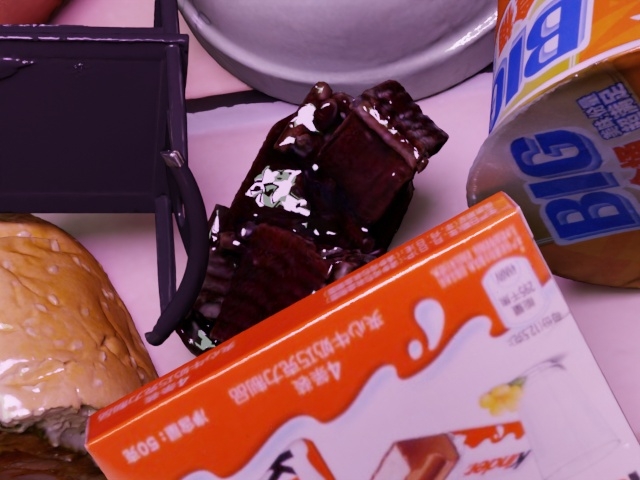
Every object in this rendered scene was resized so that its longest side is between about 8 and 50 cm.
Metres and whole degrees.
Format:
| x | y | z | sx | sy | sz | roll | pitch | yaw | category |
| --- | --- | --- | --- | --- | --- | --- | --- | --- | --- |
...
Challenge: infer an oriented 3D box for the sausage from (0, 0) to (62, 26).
| x | y | z | sx | sy | sz | roll | pitch | yaw | category |
| --- | --- | --- | --- | --- | --- | --- | --- | --- | --- |
| -0.235 | -0.196 | 1.163 | 0.113 | 0.113 | 0.259 | 40 | 85 | 23 | sausage |

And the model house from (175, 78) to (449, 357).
| x | y | z | sx | sy | sz | roll | pitch | yaw | category |
| --- | --- | --- | --- | --- | --- | --- | --- | --- | --- |
| -0.007 | -0.009 | 1.003 | 0.141 | 0.164 | 0.203 | 19 | 86 | 4 | model house |

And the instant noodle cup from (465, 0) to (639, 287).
| x | y | z | sx | sy | sz | roll | pitch | yaw | category |
| --- | --- | --- | --- | --- | --- | --- | --- | --- | --- |
| 0.223 | -0.128 | 0.947 | 0.296 | 0.296 | 0.214 | -8 | 62 | 11 | instant noodle cup |

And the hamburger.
| x | y | z | sx | sy | sz | roll | pitch | yaw | category |
| --- | --- | --- | --- | --- | --- | --- | --- | --- | --- |
| -0.186 | 0.053 | 1.050 | 0.135 | 0.155 | 0.208 | -15 | 60 | 4 | hamburger |

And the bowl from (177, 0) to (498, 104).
| x | y | z | sx | sy | sz | roll | pitch | yaw | category |
| --- | --- | --- | --- | --- | --- | --- | --- | --- | --- |
| 0.022 | -0.255 | 1.101 | 0.307 | 0.163 | 0.307 | -3 | 72 | 10 | bowl |

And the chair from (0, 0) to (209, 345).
| x | y | z | sx | sy | sz | roll | pitch | yaw | category |
| --- | --- | --- | --- | --- | --- | --- | --- | --- | --- |
| -0.148 | -0.077 | 1.011 | 0.141 | 0.155 | 0.260 | -1 | 44 | -9 | chair |

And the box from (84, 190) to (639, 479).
| x | y | z | sx | sy | sz | roll | pitch | yaw | category |
| --- | --- | --- | --- | --- | --- | --- | --- | --- | --- |
| 0.048 | 0.150 | 0.925 | 0.273 | 0.048 | 0.265 | -30 | 107 | 2 | box |
